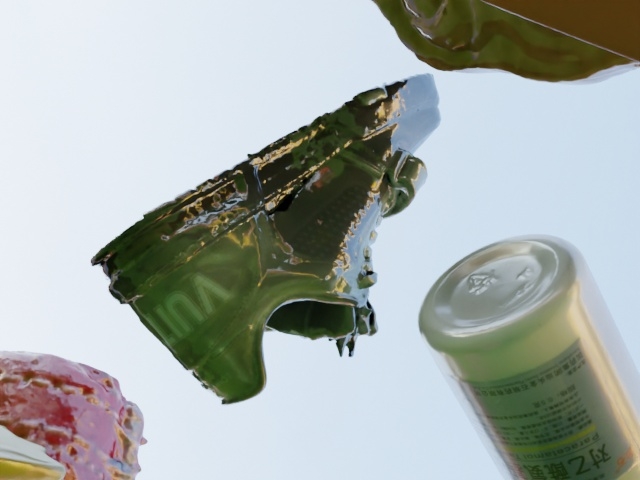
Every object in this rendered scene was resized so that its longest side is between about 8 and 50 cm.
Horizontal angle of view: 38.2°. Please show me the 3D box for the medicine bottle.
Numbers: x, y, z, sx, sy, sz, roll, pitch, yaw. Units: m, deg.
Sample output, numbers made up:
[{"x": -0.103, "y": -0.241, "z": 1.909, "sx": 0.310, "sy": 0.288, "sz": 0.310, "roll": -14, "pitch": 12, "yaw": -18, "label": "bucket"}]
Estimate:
[{"x": 0.141, "y": 0.096, "z": 0.553, "sx": 0.103, "sy": 0.102, "sz": 0.186, "roll": -20, "pitch": -64, "yaw": 24, "label": "medicine bottle"}]

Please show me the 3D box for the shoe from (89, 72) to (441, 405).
[{"x": 0.002, "y": 0.000, "z": 0.612, "sx": 0.109, "sy": 0.293, "sz": 0.149, "roll": -27, "pitch": -85, "yaw": 54, "label": "shoe"}]

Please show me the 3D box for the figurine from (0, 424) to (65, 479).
[{"x": -0.273, "y": 0.202, "z": 0.530, "sx": 0.215, "sy": 0.215, "sz": 0.228, "roll": 15, "pitch": -72, "yaw": 14, "label": "figurine"}]

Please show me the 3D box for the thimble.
[{"x": -0.242, "y": 0.179, "z": 0.720, "sx": 0.190, "sy": 0.125, "sz": 0.163, "roll": -25, "pitch": -54, "yaw": 26, "label": "thimble"}]

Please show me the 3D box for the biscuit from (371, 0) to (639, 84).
[{"x": 0.120, "y": -0.272, "z": 0.517, "sx": 0.385, "sy": 0.062, "sz": 0.364, "roll": 20, "pitch": -65, "yaw": 43, "label": "biscuit"}]

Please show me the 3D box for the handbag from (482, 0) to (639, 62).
[{"x": 0.147, "y": -0.148, "z": 0.326, "sx": 0.127, "sy": 0.062, "sz": 0.190, "roll": 21, "pitch": -36, "yaw": 1, "label": "handbag"}]
